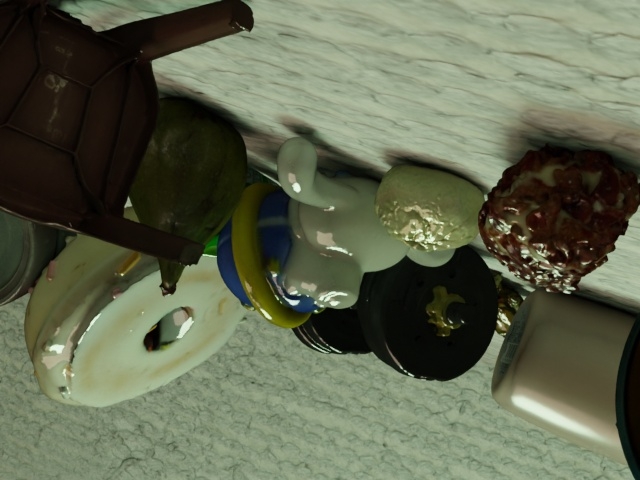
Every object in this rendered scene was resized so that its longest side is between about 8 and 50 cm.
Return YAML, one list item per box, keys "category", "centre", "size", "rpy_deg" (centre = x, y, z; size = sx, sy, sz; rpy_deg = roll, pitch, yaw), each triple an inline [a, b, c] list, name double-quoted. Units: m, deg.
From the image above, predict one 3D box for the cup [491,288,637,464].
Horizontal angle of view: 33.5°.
- category: "cup"
  centre: [0.354, 0.161, 1.455]
  size: [0.200, 0.192, 0.253]
  rpy_deg: [22, -154, 3]

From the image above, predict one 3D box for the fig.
- category: "fig"
  centre: [-0.157, -0.051, 1.087]
  size: [0.126, 0.185, 0.133]
  rpy_deg: [31, 180, 23]

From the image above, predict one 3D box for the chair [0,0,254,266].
- category: "chair"
  centre: [-0.207, -0.106, 0.795]
  size: [0.175, 0.183, 0.326]
  rpy_deg: [25, 170, -33]

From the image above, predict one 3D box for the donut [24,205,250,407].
- category: "donut"
  centre: [-0.254, 0.083, 1.533]
  size: [0.142, 0.382, 0.382]
  rpy_deg: [51, -173, 24]

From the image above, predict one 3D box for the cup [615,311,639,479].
- category: "cup"
  centre: [0.439, 0.123, 0.832]
  size: [0.292, 0.308, 0.242]
  rpy_deg: [23, -156, -34]

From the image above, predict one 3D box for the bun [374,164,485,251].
- category: "bun"
  centre: [0.102, -0.026, 1.020]
  size: [0.115, 0.069, 0.115]
  rpy_deg: [14, 169, 3]

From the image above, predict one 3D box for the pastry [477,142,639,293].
- category: "pastry"
  centre: [0.185, -0.013, 0.843]
  size: [0.115, 0.097, 0.208]
  rpy_deg: [28, 175, 7]

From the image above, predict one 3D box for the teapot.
- category: "teapot"
  centre: [-0.477, -0.057, 1.598]
  size: [0.314, 0.233, 0.312]
  rpy_deg: [14, -162, 16]

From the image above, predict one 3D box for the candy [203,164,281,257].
- category: "candy"
  centre: [-0.083, -0.021, 1.303]
  size: [0.203, 0.141, 0.078]
  rpy_deg: [24, 159, -36]

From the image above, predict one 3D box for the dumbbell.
- category: "dumbbell"
  centre: [0.084, 0.081, 1.431]
  size: [0.185, 0.185, 0.388]
  rpy_deg: [23, 172, -27]

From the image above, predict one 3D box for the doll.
- category: "doll"
  centre: [-0.015, 0.002, 1.137]
  size: [0.242, 0.160, 0.311]
  rpy_deg: [3, 159, 24]

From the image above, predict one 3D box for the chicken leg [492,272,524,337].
- category: "chicken leg"
  centre: [0.262, 0.090, 1.531]
  size: [0.093, 0.070, 0.178]
  rpy_deg: [44, 173, 31]
